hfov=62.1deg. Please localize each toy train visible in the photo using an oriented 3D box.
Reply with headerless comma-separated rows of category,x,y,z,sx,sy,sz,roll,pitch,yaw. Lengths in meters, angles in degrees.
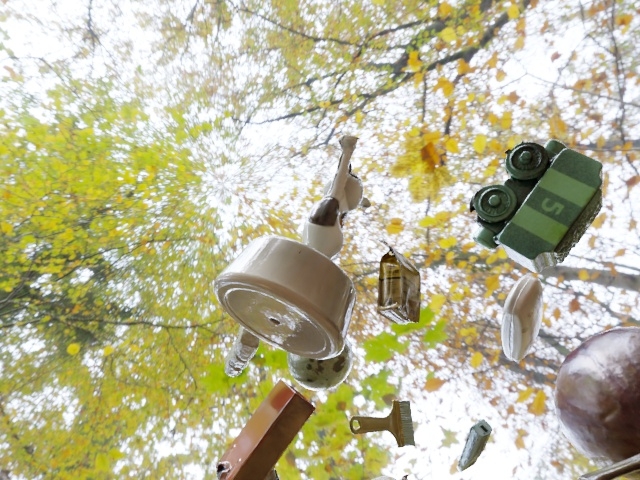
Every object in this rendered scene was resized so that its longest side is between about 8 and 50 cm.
toy train,0.438,0.605,1.519,0.055,0.048,0.251,-26,-44,-30
toy train,0.493,-0.081,1.210,0.238,0.167,0.299,38,-86,33

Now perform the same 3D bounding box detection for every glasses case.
glasses case,0.337,0.133,0.887,0.081,0.051,0.204,-49,-36,-20

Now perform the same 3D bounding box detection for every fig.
fig,0.390,0.204,0.616,0.204,0.249,0.186,31,-84,13

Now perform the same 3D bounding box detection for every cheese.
cheese,-0.142,0.199,0.977,0.044,0.194,0.064,13,-125,-14

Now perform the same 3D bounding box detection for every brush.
brush,0.108,0.318,0.921,0.205,0.011,0.083,21,-122,-49

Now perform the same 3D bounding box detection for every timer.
timer,0.000,0.000,0.706,0.175,0.175,0.266,36,-121,-12

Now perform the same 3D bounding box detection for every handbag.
handbag,-0.095,0.330,0.881,0.063,0.127,0.190,41,-103,-10

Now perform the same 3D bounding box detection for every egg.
egg,0.003,0.307,1.418,0.177,0.228,0.176,7,-116,-15

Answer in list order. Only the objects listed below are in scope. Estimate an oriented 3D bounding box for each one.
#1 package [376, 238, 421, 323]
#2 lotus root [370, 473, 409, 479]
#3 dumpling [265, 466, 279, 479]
package,0.123,0.061,0.829,0.071,0.047,0.131,35,-130,-42
lotus root,0.110,0.488,1.000,0.150,0.073,0.062,-25,-62,-12
dumpling,-0.177,0.654,1.435,0.086,0.332,0.166,10,-45,-35
